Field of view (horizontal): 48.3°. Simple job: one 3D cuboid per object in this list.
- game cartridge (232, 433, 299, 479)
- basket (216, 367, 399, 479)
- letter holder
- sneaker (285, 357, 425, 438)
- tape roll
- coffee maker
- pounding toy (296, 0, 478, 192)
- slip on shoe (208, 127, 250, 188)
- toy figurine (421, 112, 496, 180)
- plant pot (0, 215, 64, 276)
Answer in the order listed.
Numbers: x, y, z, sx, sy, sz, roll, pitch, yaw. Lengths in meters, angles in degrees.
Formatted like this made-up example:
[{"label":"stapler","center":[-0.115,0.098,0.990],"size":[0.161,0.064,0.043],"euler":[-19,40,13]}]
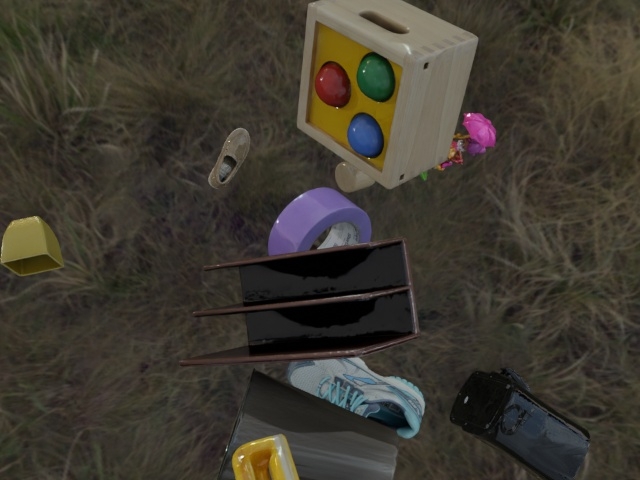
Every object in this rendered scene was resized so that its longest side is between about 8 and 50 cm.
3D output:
[{"label":"game cartridge","center":[0.012,0.357,0.543],"size":[0.053,0.285,0.323],"euler":[-16,126,-9]},{"label":"basket","center":[-0.015,0.298,1.019],"size":[0.227,0.204,0.154],"euler":[19,111,-3]},{"label":"letter holder","center":[-0.044,0.091,1.027],"size":[0.302,0.214,0.152],"euler":[-9,88,30]},{"label":"sneaker","center":[0.069,0.294,1.364],"size":[0.283,0.122,0.110],"euler":[18,110,-2]},{"label":"tape roll","center":[0.000,0.000,1.347],"size":[0.189,0.189,0.080],"euler":[-44,53,-8]},{"label":"coffee maker","center":[0.309,0.293,1.074],"size":[0.178,0.171,0.120],"euler":[34,101,-16]},{"label":"pounding toy","center":[0.028,-0.121,0.680],"size":[0.094,0.206,0.181],"euler":[-27,51,-35]},{"label":"slip on shoe","center":[-0.176,-0.163,1.409],"size":[0.051,0.041,0.135],"euler":[35,73,-18]},{"label":"toy figurine","center":[0.266,-0.190,1.407],"size":[0.159,0.173,0.130],"euler":[-6,58,17]},{"label":"plant pot","center":[-0.507,0.006,1.252],"size":[0.082,0.081,0.083],"euler":[-13,70,-3]}]
